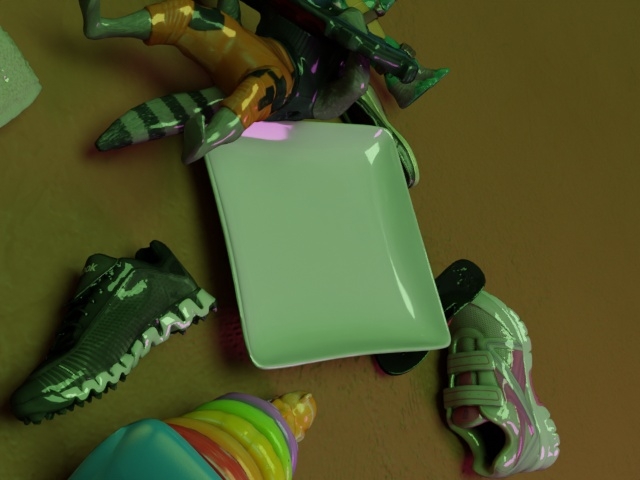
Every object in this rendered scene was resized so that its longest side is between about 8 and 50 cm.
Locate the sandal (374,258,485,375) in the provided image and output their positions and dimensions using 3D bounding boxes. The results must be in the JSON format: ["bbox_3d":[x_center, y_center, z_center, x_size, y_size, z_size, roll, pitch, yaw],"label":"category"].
[{"bbox_3d":[0.128,0.084,1.140,0.067,0.040,0.179,44,71,7],"label":"sandal"}]

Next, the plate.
[{"bbox_3d":[0.000,0.000,1.058,0.278,0.045,0.277,-1,70,-39],"label":"plate"}]

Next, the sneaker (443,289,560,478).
[{"bbox_3d":[0.203,0.177,1.180,0.111,0.103,0.252,-18,84,-44],"label":"sneaker"}]

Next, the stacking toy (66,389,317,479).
[{"bbox_3d":[-0.078,0.200,0.869,0.166,0.175,0.302,45,28,7],"label":"stacking toy"}]

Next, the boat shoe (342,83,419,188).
[{"bbox_3d":[0.066,-0.125,1.196,0.049,0.056,0.152,-32,89,-41],"label":"boat shoe"}]

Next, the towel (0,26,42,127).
[{"bbox_3d":[-0.350,-0.127,0.745,0.282,0.049,0.187,-54,131,-42],"label":"towel"}]

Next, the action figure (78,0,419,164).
[{"bbox_3d":[-0.095,-0.199,0.993,0.341,0.179,0.330,41,32,27],"label":"action figure"}]

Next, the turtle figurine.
[{"bbox_3d":[0.058,-0.276,1.192,0.234,0.118,0.175,51,46,-4],"label":"turtle figurine"}]

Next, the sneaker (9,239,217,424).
[{"bbox_3d":[-0.193,0.070,0.845,0.234,0.078,0.106,-37,99,-50],"label":"sneaker"}]
